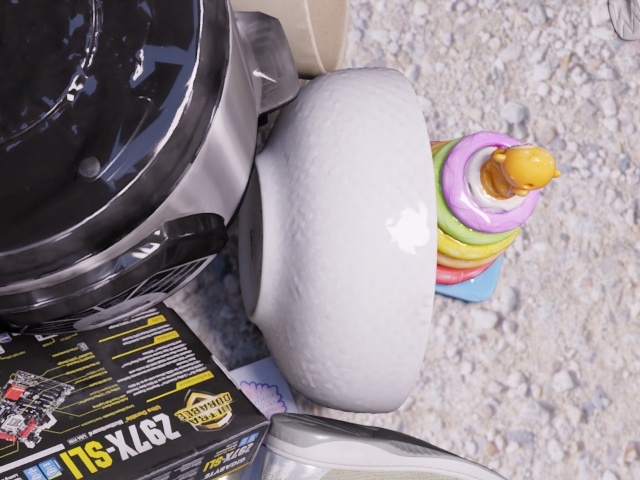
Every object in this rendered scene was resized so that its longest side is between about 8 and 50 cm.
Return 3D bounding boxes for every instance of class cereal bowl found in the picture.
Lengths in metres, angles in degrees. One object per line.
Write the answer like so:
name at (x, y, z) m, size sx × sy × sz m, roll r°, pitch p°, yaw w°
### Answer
cereal bowl at (0.000, 0.000, 1.186) m, size 0.141 × 0.339 × 0.339 m, roll 0°, pitch 79°, yaw -13°

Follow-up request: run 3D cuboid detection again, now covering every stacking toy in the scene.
stacking toy at (0.161, -0.050, 1.255) m, size 0.175 × 0.302 × 0.166 m, roll 16°, pitch 75°, yaw -11°

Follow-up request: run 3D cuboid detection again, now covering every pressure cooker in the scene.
pressure cooker at (-0.231, -0.117, 1.025) m, size 0.370 × 0.420 × 0.375 m, roll 25°, pitch 82°, yaw 5°

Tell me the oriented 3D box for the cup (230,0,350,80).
cup at (-0.107, -0.327, 1.262) m, size 0.237 × 0.331 × 0.331 m, roll -1°, pitch 78°, yaw 11°

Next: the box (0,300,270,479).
box at (-0.247, 0.148, 1.106) m, size 0.322 × 0.079 × 0.257 m, roll -18°, pitch 55°, yaw -42°

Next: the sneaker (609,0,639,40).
sneaker at (0.425, -0.371, 1.504) m, size 0.153 × 0.094 × 0.235 m, roll -11°, pitch 82°, yaw -18°

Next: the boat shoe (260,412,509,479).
boat shoe at (0.068, 0.249, 1.232) m, size 0.320 × 0.118 × 0.103 m, roll 19°, pitch 88°, yaw -41°

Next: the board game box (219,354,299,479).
board game box at (-0.135, 0.317, 1.222) m, size 0.318 × 0.066 × 0.318 m, roll -21°, pitch 84°, yaw -19°
